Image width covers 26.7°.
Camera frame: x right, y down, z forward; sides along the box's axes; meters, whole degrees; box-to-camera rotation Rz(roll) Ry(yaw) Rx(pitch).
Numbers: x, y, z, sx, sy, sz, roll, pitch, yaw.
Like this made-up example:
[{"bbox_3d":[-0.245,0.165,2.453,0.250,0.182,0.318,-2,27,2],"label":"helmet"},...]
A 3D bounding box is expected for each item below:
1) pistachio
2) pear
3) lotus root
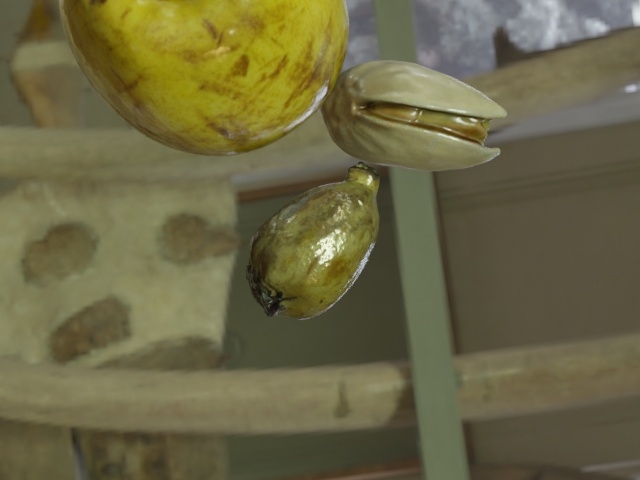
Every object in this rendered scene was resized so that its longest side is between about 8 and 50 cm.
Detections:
[{"bbox_3d":[0.110,-0.148,1.618,0.152,0.223,0.126,-1,100,-80],"label":"pistachio"},{"bbox_3d":[-0.109,-0.213,1.255,0.281,0.281,0.281,-9,90,-84],"label":"pear"},{"bbox_3d":[0.000,0.000,1.557,0.138,0.214,0.138,40,-7,6],"label":"lotus root"}]
